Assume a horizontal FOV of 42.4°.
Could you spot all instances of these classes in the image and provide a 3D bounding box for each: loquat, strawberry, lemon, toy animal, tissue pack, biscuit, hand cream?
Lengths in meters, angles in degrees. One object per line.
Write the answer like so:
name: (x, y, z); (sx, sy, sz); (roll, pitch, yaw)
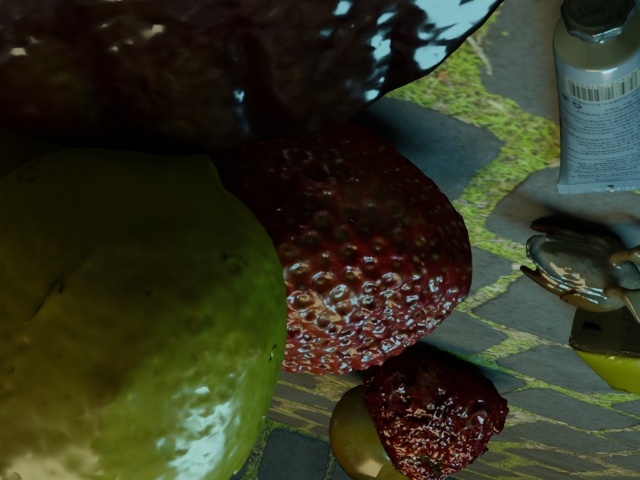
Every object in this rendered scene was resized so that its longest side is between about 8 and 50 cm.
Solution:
loquat: (0.131, 0.405, 1.730); (0.235, 0.235, 0.235); (14, 160, 5)
strawberry: (0.000, 0.000, 0.781); (0.288, 0.238, 0.250); (5, 163, 7)
lemon: (-0.150, 0.074, 0.570); (0.260, 0.284, 0.260); (46, -172, -9)
strawberry: (0.195, 0.319, 1.473); (0.274, 0.220, 0.274); (15, 164, 4)
toy animal: (0.263, 0.028, 0.873); (0.188, 0.089, 0.179); (21, 172, -24)
tissue pack: (0.402, 0.140, 1.045); (0.120, 0.082, 0.169); (0, 155, 39)
biscuit: (-0.082, -0.192, 0.382); (0.407, 0.091, 0.407); (-4, 149, -2)
hand cream: (0.214, -0.096, 0.624); (0.091, 0.058, 0.271); (-5, 157, 20)

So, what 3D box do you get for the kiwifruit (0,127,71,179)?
kiwifruit: (-0.248, -0.096, 0.696); (0.196, 0.234, 0.196); (11, 132, 12)
